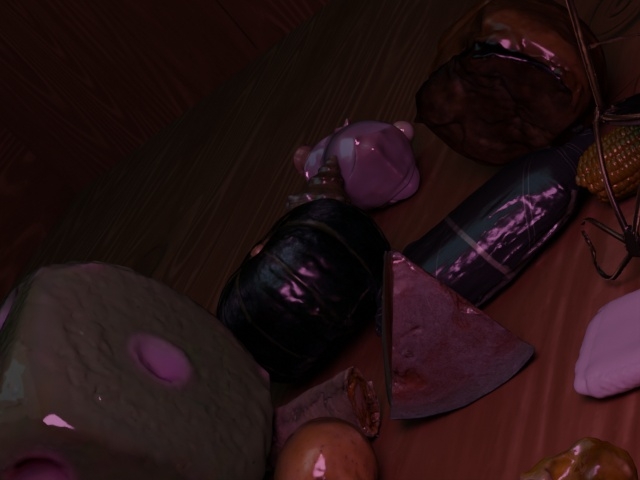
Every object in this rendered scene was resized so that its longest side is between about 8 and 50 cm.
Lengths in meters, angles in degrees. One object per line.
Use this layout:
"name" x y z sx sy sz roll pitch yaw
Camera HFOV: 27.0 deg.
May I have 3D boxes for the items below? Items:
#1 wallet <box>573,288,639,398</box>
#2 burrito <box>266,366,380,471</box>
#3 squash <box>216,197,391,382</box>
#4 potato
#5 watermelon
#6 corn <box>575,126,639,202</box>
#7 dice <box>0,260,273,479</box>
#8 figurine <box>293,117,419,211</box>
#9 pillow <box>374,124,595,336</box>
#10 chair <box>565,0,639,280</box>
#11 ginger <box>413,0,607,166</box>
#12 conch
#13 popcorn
"wallet" 0.309 0.076 1.188 0.183 0.032 0.124 -31 23 41
"burrito" -0.008 0.209 1.516 0.226 0.087 0.060 -31 15 46
"squash" -0.020 0.062 1.685 0.252 0.165 0.252 -46 6 7
"potato" 0.005 0.241 1.367 0.109 0.119 0.178 -10 3 -3
"watermelon" 0.122 0.063 1.389 0.202 0.136 0.207 99 156 -50
"corn" 0.373 -0.115 1.398 0.238 0.080 0.080 -37 19 31
"dice" -0.262 0.241 1.511 0.330 0.322 0.318 -54 19 27
"figurine" 0.053 -0.114 2.008 0.200 0.133 0.276 -52 18 -12
"pillow" 0.191 -0.008 1.535 0.335 0.092 0.161 -41 14 8
"chair" 0.332 -0.135 1.285 0.170 0.326 0.159 -21 14 -34
"ginger" 0.256 -0.208 1.648 0.223 0.200 0.269 -58 12 -31
"conch" 0.011 -0.008 1.861 0.137 0.114 0.234 89 177 -60
"popcorn" 0.192 0.225 0.987 0.145 0.126 0.125 -37 37 -30
